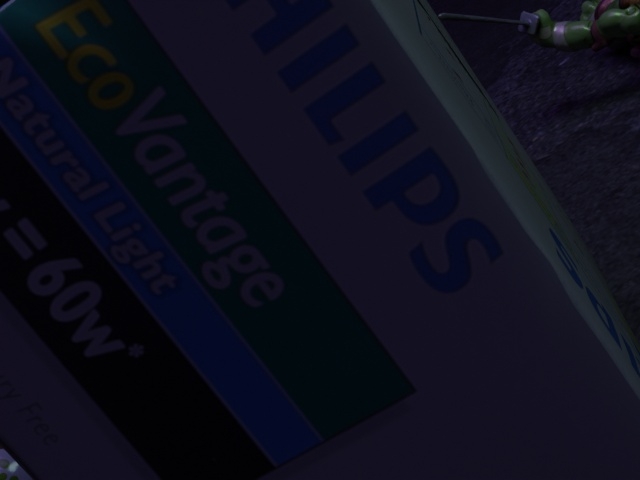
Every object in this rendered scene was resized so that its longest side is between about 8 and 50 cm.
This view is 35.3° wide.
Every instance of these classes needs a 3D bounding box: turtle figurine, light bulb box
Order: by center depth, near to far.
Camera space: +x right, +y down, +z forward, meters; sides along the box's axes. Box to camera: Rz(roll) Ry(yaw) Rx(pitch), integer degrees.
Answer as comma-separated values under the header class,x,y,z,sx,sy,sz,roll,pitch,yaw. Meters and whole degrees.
class,x,y,z,sx,sy,sz,roll,pitch,yaw
light bulb box,0.000,0.000,0.531,0.225,0.358,0.361,-33,15,15
turtle figurine,0.288,-0.279,0.991,0.275,0.197,0.266,14,12,14

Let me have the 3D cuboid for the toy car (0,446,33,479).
class,x,y,z,sx,sy,sz,roll,pitch,yaw
toy car,-0.177,0.220,0.679,0.155,0.148,0.188,-32,26,-18
